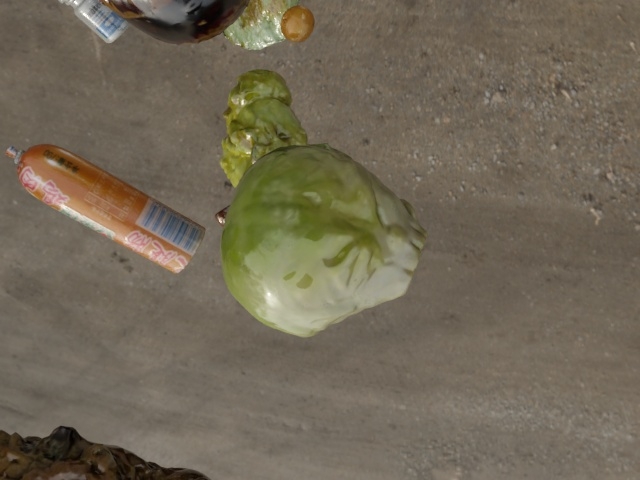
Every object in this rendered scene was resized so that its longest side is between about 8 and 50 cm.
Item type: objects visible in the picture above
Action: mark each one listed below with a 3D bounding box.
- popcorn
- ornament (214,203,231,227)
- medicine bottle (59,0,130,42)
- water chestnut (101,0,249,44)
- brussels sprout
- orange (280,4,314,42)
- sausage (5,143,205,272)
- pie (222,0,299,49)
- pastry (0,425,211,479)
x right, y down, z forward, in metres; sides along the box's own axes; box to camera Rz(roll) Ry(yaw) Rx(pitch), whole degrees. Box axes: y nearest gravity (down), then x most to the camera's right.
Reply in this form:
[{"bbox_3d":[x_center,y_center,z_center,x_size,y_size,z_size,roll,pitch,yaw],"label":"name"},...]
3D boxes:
[{"bbox_3d":[-0.143,-0.228,1.358,0.174,0.285,0.225,-5,163,-38],"label":"popcorn"},{"bbox_3d":[-0.050,-0.004,1.096,0.235,0.221,0.217,-32,89,52],"label":"ornament"},{"bbox_3d":[-0.524,-0.550,1.362,0.105,0.105,0.168,-29,128,28],"label":"medicine bottle"},{"bbox_3d":[-0.177,-0.402,0.709,0.300,0.300,0.300,5,128,7],"label":"water chestnut"},{"bbox_3d":[-0.013,0.006,0.876,0.317,0.274,0.242,40,166,24],"label":"brussels sprout"},{"bbox_3d":[-0.053,-0.496,1.347,0.070,0.083,0.083,23,131,-32],"label":"orange"},{"bbox_3d":[-0.338,-0.059,0.922,0.312,0.093,0.093,31,127,-20],"label":"sausage"},{"bbox_3d":[-0.164,-0.617,1.496,0.275,0.106,0.257,25,107,33],"label":"pie"},{"bbox_3d":[-0.180,0.242,0.393,0.275,0.192,0.274,3,145,2],"label":"pastry"}]
